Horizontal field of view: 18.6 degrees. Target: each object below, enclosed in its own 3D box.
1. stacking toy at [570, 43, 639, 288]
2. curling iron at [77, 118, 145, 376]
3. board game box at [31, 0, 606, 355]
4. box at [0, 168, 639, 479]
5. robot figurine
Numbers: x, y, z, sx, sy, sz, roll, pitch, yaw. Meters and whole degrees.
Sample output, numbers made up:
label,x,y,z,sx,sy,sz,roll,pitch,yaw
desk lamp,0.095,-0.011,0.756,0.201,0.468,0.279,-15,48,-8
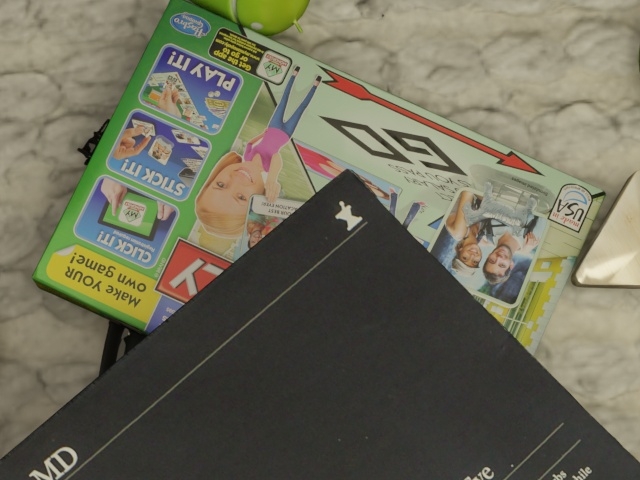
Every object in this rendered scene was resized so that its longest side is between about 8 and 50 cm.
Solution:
label,x,y,z,sx,sy,sz,roll,pitch,yaw
stacking toy,0.325,-0.043,1.214,0.279,0.130,0.309,21,82,0
curling iron,-0.138,0.043,1.322,0.068,0.035,0.274,2,78,11
board game box,0.000,0.000,1.287,0.317,0.046,0.213,24,79,4
box,-0.009,0.197,1.095,0.343,0.179,0.312,-40,80,-22
robot figurine,-0.053,-0.182,1.334,0.115,0.101,0.067,31,52,31
